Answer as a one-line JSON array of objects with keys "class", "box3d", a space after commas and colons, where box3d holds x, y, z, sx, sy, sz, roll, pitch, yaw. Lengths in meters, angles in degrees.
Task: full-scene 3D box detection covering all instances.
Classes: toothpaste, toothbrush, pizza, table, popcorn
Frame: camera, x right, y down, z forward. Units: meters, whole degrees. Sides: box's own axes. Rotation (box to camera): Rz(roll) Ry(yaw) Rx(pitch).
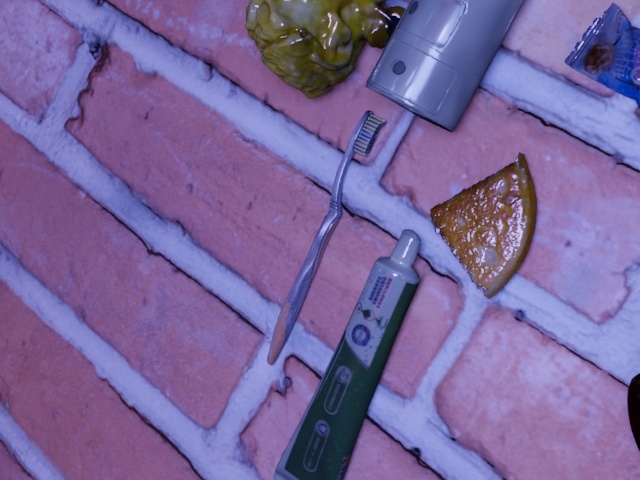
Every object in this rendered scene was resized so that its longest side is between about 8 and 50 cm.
[{"class": "toothpaste", "box3d": [0.046, 0.168, 1.118, 0.099, 0.061, 0.392, 28, 102, 28]}, {"class": "toothbrush", "box3d": [0.000, 0.000, 1.175, 0.037, 0.028, 0.375, 26, 98, 21]}, {"class": "pizza", "box3d": [0.199, -0.018, 1.059, 0.131, 0.041, 0.178, 1, 86, 26]}, {"class": "table", "box3d": [0.160, -0.257, 1.056, 0.126, 0.126, 0.219, 34, 101, 27]}, {"class": "popcorn", "box3d": [0.001, -0.294, 1.128, 0.195, 0.168, 0.173, -39, 31, 10]}]

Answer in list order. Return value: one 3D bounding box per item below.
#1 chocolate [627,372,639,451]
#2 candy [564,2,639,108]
[{"class": "chocolate", "box3d": [0.388, 0.180, 0.914, 0.125, 0.080, 0.148, 43, 107, 25]}, {"class": "candy", "box3d": [0.357, -0.210, 0.995, 0.136, 0.038, 0.088, 45, 120, 32]}]
